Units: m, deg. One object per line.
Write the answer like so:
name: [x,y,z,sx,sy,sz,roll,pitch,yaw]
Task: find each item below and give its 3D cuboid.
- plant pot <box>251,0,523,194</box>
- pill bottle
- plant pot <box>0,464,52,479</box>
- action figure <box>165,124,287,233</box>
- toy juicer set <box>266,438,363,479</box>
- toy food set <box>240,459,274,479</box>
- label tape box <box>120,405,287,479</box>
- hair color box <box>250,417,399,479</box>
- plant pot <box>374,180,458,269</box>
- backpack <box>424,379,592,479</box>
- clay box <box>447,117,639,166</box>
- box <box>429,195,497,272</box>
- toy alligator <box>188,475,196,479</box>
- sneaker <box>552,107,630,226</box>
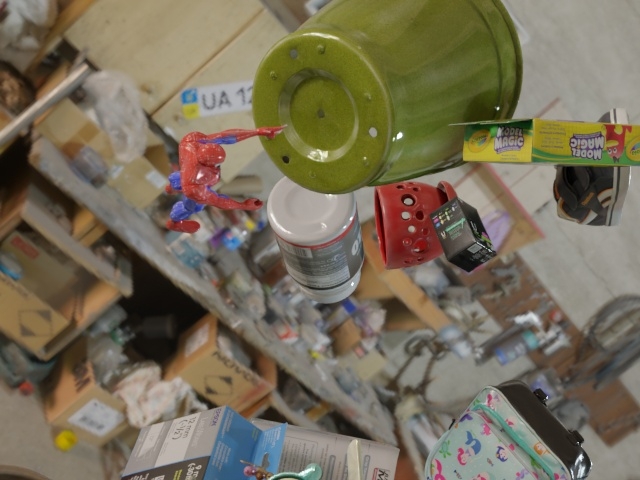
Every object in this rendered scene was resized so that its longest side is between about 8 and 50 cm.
plant pot: [0.084,-0.233,1.226,0.366,0.366,0.353,51,39,3]
pill bottle: [0.000,0.000,1.494,0.161,0.161,0.283,56,-10,28]
plant pot: [-0.445,0.456,0.995,0.263,0.229,0.263,34,30,-23]
action figure: [-0.122,-0.075,0.989,0.280,0.138,0.092,144,-58,-74]
toy juicer set: [-0.042,0.512,1.378,0.209,0.328,0.089,64,6,29]
toy food set: [-0.108,0.455,1.498,0.078,0.019,0.122,29,-11,-31]
label tape box: [-0.264,0.496,1.735,0.115,0.347,0.249,62,20,-24]
hair color box: [-0.008,0.572,1.950,0.374,0.186,0.113,12,-10,-4]
plant pot: [0.212,-0.040,1.707,0.191,0.174,0.191,172,-90,-87]
backpack: [0.299,0.395,1.337,0.191,0.254,0.225,-9,50,-46]
clay box: [0.271,-0.114,0.920,0.127,0.221,0.053,-166,-104,-65]
box: [0.199,-0.009,1.098,0.062,0.052,0.083,26,37,-44]
toy alligator: [-0.324,0.538,1.558,0.051,0.190,0.056,30,-16,22]
sneaker: [0.493,-0.118,1.430,0.321,0.127,0.126,66,27,-57]
